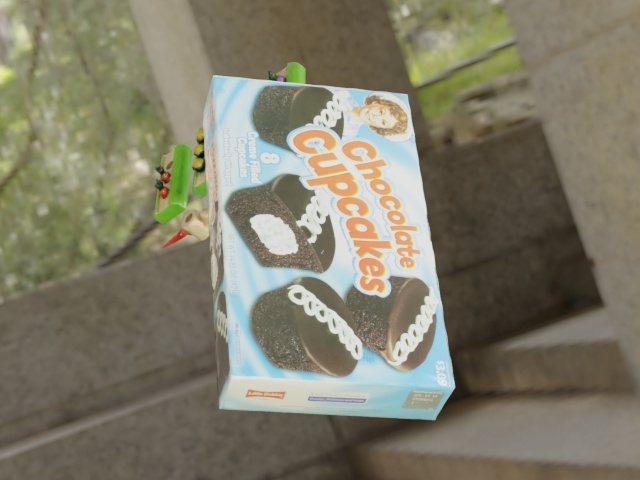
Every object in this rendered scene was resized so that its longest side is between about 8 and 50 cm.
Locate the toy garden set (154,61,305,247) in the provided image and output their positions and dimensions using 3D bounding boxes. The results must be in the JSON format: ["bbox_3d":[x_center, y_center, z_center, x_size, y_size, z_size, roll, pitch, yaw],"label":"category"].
[{"bbox_3d":[-0.124,-0.091,1.809,0.244,0.049,0.203,-33,37,30],"label":"toy garden set"}]

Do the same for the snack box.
[{"bbox_3d":[0.000,0.000,1.305,0.187,0.321,0.060,4,-38,-14],"label":"snack box"}]
